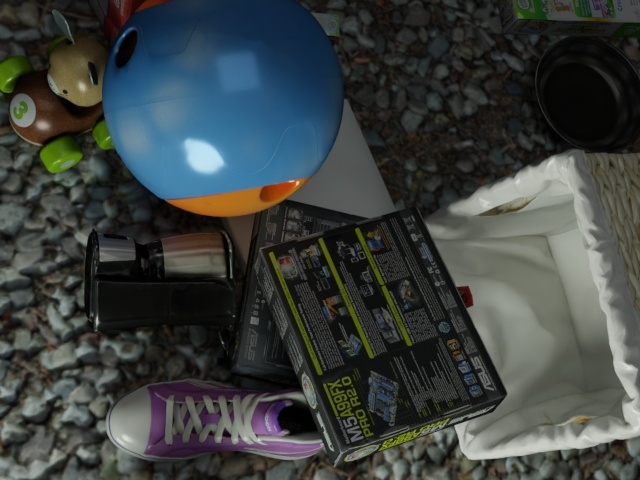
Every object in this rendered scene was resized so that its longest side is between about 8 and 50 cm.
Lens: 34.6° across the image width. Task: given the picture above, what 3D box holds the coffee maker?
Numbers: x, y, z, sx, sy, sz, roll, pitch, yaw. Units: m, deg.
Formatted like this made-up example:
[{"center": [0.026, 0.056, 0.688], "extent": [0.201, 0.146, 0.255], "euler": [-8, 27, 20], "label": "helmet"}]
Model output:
[{"center": [-0.199, 0.071, 1.275], "extent": [0.178, 0.120, 0.171], "euler": [-2, 75, -17], "label": "coffee maker"}]

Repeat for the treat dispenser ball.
[{"center": [-0.116, -0.172, 1.234], "extent": [0.288, 0.288, 0.288], "euler": [5, 72, -16], "label": "treat dispenser ball"}]

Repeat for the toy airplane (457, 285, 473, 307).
[{"center": [0.143, 0.108, 1.318], "extent": [0.028, 0.151, 0.151], "euler": [7, 68, -49], "label": "toy airplane"}]

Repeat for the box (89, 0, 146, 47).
[{"center": [-0.209, -0.362, 1.308], "extent": [0.142, 0.300, 0.154], "euler": [-23, 80, -20], "label": "box"}]

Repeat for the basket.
[{"center": [0.330, 0.083, 1.299], "extent": [0.266, 0.328, 0.331], "euler": [-5, 77, -33], "label": "basket"}]

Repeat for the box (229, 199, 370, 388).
[{"center": [-0.007, 0.073, 1.316], "extent": [0.183, 0.059, 0.232], "euler": [12, 70, -12], "label": "box"}]

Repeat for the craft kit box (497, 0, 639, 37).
[{"center": [0.395, -0.451, 1.657], "extent": [0.247, 0.061, 0.250], "euler": [-1, 74, -20], "label": "craft kit box"}]

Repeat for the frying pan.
[{"center": [0.443, -0.164, 1.584], "extent": [0.197, 0.053, 0.326], "euler": [-22, 83, -22], "label": "frying pan"}]

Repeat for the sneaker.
[{"center": [-0.111, 0.210, 1.238], "extent": [0.282, 0.161, 0.102], "euler": [2, 74, -15], "label": "sneaker"}]

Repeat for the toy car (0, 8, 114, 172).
[{"center": [-0.316, -0.201, 1.285], "extent": [0.149, 0.188, 0.155], "euler": [-29, 83, -23], "label": "toy car"}]

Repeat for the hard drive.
[{"center": [0.000, 0.000, 1.398], "extent": [0.233, 0.047, 0.353], "euler": [-20, 81, -21], "label": "hard drive"}]

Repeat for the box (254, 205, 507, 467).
[{"center": [0.067, 0.107, 1.229], "extent": [0.216, 0.060, 0.270], "euler": [-16, 66, -18], "label": "box"}]

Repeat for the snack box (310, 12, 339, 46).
[{"center": [-0.041, -0.266, 1.416], "extent": [0.100, 0.141, 0.037], "euler": [2, 72, -17], "label": "snack box"}]
